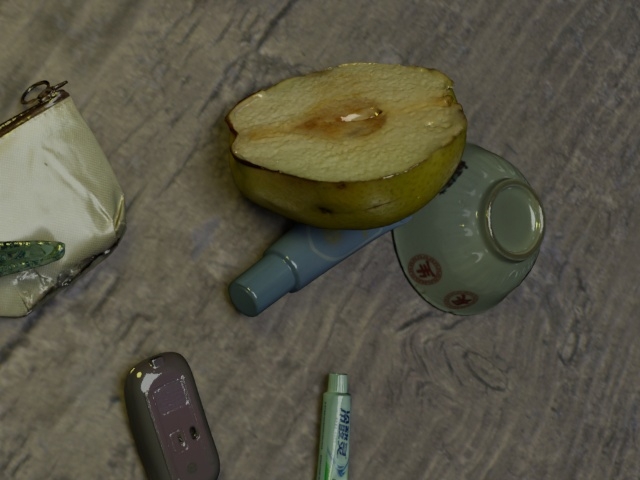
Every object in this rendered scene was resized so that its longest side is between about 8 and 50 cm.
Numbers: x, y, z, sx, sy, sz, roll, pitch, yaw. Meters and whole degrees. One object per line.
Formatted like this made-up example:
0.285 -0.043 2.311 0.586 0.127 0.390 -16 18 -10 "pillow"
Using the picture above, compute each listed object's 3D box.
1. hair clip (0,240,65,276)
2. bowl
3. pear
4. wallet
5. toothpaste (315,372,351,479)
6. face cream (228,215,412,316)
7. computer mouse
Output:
-0.467 0.031 1.552 0.229 0.036 0.066 -11 92 -15 "hair clip"
0.309 -0.030 2.072 0.337 0.157 0.337 3 84 -34 "bowl"
0.047 -0.128 1.837 0.387 0.340 0.191 -9 129 0 "pear"
-0.435 -0.051 1.629 0.335 0.068 0.275 -38 102 -24 "wallet"
0.021 0.373 1.901 0.075 0.048 0.296 7 85 -36 "toothpaste"
0.000 0.000 1.904 0.385 0.086 0.135 -37 91 -35 "face cream"
-0.228 0.287 1.731 0.120 0.057 0.232 -23 100 -34 "computer mouse"
